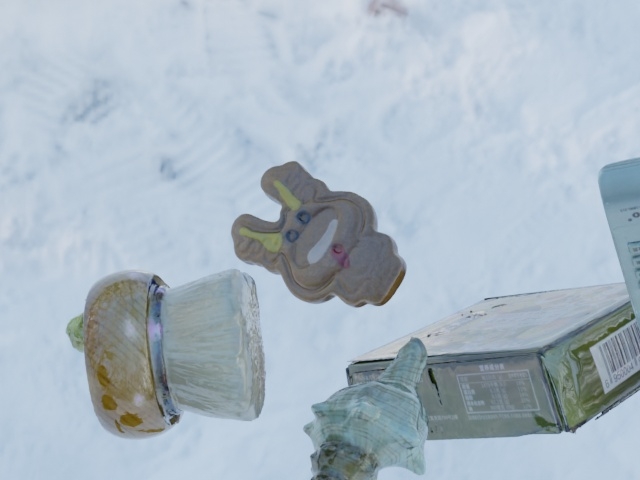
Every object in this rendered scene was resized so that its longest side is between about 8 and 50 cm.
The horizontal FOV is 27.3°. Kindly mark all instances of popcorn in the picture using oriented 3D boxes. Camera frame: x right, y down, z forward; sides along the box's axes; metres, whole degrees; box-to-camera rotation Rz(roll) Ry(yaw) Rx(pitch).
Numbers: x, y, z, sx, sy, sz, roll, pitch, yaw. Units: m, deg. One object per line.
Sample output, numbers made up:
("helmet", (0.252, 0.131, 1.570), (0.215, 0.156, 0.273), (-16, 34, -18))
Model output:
("popcorn", (-0.285, 0.118, 1.665), (0.068, 0.083, 0.059), (11, 59, 10))

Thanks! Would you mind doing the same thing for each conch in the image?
("conch", (0.067, 0.215, 1.488), (0.234, 0.114, 0.137), (-33, 82, -17))

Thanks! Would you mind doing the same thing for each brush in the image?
("brush", (-0.141, 0.114, 1.391), (0.166, 0.266, 0.174), (-7, 86, 2))

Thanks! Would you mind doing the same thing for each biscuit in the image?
("biscuit", (-0.001, -0.001, 1.965), (0.295, 0.044, 0.186), (26, 85, 31))

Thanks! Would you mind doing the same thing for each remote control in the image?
("remote control", (0.226, 0.012, 0.858), (0.061, 0.162, 0.029), (-9, 39, 20))

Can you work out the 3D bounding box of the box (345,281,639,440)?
("box", (0.312, 0.185, 2.059), (0.373, 0.420, 0.138), (-22, 98, -42))
